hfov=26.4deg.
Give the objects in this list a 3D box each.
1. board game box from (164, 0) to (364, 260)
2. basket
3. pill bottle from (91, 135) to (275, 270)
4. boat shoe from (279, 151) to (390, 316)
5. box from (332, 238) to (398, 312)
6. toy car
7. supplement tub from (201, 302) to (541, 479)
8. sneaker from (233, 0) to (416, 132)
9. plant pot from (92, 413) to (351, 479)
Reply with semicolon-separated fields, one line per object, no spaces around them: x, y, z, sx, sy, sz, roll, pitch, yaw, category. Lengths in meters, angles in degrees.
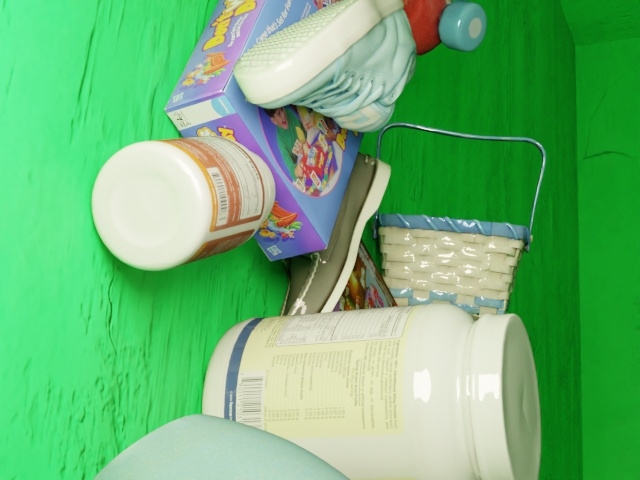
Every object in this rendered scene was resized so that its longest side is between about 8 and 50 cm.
-0.039;-0.181;1.595;0.233;0.078;0.347;57;34;-32;board game box
0.195;-0.025;2.055;0.201;0.254;0.289;5;94;-84;basket
-0.124;-0.041;1.341;0.216;0.121;0.121;-18;101;-70;pill bottle
-0.002;0.002;1.711;0.091;0.109;0.305;31;55;-13;boat shoe
0.053;0.136;1.872;0.293;0.057;0.201;59;32;-50;box
0.071;-0.314;1.927;0.238;0.219;0.210;-45;134;-28;toy car
0.060;0.190;1.483;0.235;0.324;0.235;-6;90;-70;supplement tub
0.033;-0.183;1.500;0.150;0.135;0.366;65;31;-10;sneaker
-0.098;0.266;1.172;0.195;0.290;0.290;52;11;19;plant pot
